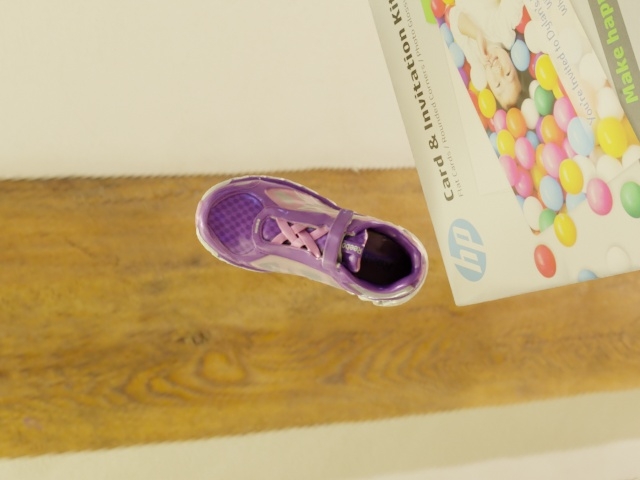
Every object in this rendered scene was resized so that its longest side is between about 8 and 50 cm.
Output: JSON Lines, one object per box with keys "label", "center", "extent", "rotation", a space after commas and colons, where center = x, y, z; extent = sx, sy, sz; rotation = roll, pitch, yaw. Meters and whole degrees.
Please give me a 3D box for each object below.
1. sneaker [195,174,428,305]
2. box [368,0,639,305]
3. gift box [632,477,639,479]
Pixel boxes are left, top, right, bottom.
{"label": "sneaker", "center": [0.000, 0.000, 1.092], "extent": [0.236, 0.104, 0.095], "rotation": [16, -90, -10]}
{"label": "box", "center": [0.085, -0.060, 0.387], "extent": [0.038, 0.186, 0.145], "rotation": [-15, -92, -24]}
{"label": "gift box", "center": [0.421, 0.252, 0.938], "extent": [0.255, 0.276, 0.258], "rotation": [-7, -11, -17]}
